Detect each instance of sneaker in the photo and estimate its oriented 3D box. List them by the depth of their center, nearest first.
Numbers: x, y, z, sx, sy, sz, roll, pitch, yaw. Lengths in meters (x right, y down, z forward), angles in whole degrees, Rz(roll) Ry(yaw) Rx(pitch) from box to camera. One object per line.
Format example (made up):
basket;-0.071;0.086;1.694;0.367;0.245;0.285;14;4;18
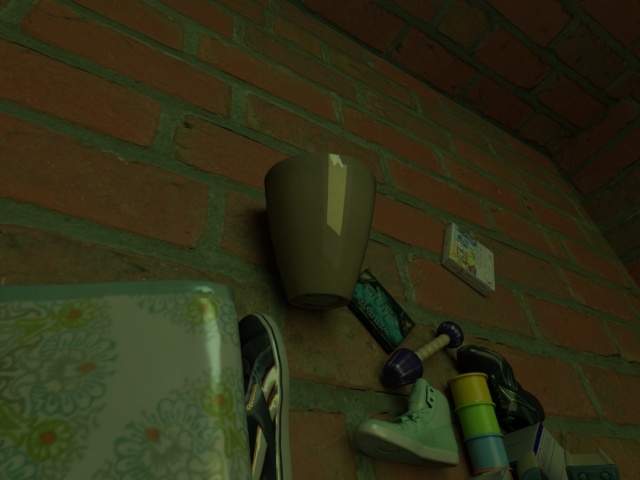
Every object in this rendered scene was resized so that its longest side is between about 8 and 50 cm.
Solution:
sneaker;-0.122;0.251;0.612;0.127;0.126;0.322;18;46;-34
sneaker;0.160;0.337;0.786;0.255;0.094;0.151;29;46;-30
sneaker;0.432;0.365;0.981;0.267;0.101;0.106;44;41;4

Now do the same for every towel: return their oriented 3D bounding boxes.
towel;-0.280;0.200;0.490;0.373;0.090;0.321;-1;51;-17

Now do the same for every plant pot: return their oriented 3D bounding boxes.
plant pot;0.000;0.000;0.879;0.256;0.256;0.274;14;63;-29

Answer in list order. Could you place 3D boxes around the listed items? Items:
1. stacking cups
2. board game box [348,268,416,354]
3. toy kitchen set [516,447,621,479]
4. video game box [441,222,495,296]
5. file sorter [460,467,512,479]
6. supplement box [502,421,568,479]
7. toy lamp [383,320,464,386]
stacking cups;0.356;0.447;0.853;0.095;0.096;0.317;15;48;-28
board game box;0.137;0.164;0.982;0.186;0.026;0.126;49;40;10
toy kitchen set;0.465;0.510;0.737;0.122;0.165;0.208;-13;89;-70
video game box;0.491;0.059;1.352;0.187;0.048;0.205;38;39;-7
file sorter;0.192;0.456;0.557;0.277;0.192;0.173;28;39;-59
supplement box;0.492;0.527;0.870;0.220;0.111;0.113;49;40;10
toy lamp;0.240;0.259;0.938;0.274;0.080;0.080;-14;64;-44
